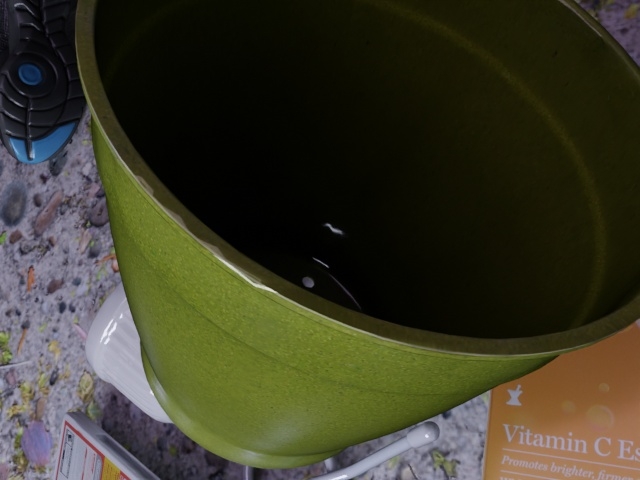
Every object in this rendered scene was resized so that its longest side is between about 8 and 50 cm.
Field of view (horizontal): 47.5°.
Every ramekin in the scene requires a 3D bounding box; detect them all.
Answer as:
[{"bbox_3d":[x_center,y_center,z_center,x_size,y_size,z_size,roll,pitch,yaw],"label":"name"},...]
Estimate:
[{"bbox_3d":[-0.134,0.100,0.781,0.109,0.207,0.207,41,94,21],"label":"ramekin"}]

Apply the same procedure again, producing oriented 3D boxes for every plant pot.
[{"bbox_3d":[0.000,0.000,0.550,0.366,0.367,0.353,64,149,26],"label":"plant pot"}]

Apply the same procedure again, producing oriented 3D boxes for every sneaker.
[{"bbox_3d":[-0.440,-0.267,1.110,0.140,0.125,0.340,-24,65,48],"label":"sneaker"}]

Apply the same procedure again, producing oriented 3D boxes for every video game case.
[{"bbox_3d":[-0.221,0.326,0.769,0.285,0.025,0.203,15,96,48],"label":"video game case"}]

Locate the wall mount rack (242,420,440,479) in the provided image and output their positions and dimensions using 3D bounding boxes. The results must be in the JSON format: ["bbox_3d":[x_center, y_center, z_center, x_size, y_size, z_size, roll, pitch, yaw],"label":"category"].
[{"bbox_3d":[0.016,0.322,0.674,0.304,0.130,0.349,-24,66,17],"label":"wall mount rack"}]

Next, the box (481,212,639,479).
[{"bbox_3d":[0.270,0.077,0.609,0.215,0.168,0.345,1,74,26],"label":"box"}]
